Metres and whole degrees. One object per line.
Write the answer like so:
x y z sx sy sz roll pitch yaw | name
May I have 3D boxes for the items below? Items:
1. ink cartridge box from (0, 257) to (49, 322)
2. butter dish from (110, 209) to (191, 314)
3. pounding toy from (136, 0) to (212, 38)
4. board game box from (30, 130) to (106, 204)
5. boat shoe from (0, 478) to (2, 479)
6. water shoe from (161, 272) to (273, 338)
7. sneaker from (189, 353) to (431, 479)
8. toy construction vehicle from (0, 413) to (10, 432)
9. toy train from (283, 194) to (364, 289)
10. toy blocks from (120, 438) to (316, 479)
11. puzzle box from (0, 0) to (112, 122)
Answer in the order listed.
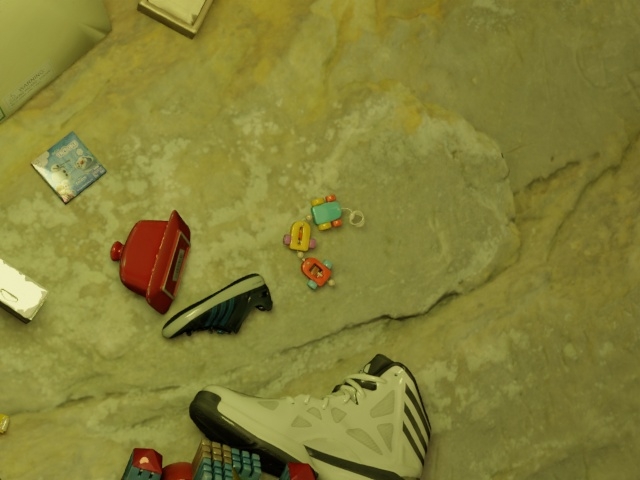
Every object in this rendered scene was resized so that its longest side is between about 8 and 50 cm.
-0.488 0.081 1.625 0.099 0.135 0.056 37 73 -11 | ink cartridge box
-0.292 0.029 1.706 0.118 0.160 0.160 13 78 7 | butter dish
-0.234 -0.440 1.804 0.130 0.100 0.141 27 87 -13 | pounding toy
-0.426 -0.123 1.731 0.090 0.020 0.090 -42 96 -18 | board game box
-0.647 0.412 1.553 0.335 0.095 0.112 -6 86 -19 | boat shoe
-0.172 0.131 1.758 0.203 0.073 0.080 -29 95 -19 | water shoe
0.001 0.291 1.771 0.447 0.169 0.257 30 66 -21 | sneaker
-0.554 0.302 1.635 0.098 0.035 0.086 18 67 -18 | toy construction vehicle
0.000 0.000 1.847 0.125 0.046 0.166 36 77 -12 | toy train
-0.177 0.436 1.599 0.381 0.191 0.261 18 110 -15 | toy blocks
-0.516 -0.301 1.595 0.052 0.272 0.409 39 71 18 | puzzle box
